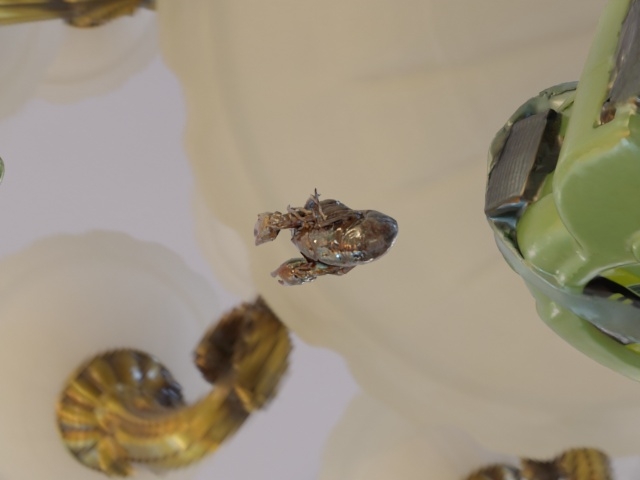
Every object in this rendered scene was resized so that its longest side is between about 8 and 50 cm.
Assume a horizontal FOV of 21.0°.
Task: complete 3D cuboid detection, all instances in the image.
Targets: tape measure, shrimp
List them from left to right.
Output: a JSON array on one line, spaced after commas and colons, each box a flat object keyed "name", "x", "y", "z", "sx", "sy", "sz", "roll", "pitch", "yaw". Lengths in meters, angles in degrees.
[{"name": "shrimp", "x": -0.003, "y": -0.002, "z": 0.726, "sx": 0.038, "sy": 0.092, "sz": 0.029, "roll": 50, "pitch": -125, "yaw": -13}, {"name": "tape measure", "x": 0.155, "y": -0.007, "z": 0.630, "sx": 0.200, "sy": 0.175, "sz": 0.106, "roll": 25, "pitch": -114, "yaw": -19}]

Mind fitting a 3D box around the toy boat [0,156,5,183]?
[{"name": "toy boat", "x": -0.216, "y": 0.082, "z": 0.727, "sx": 0.108, "sy": 0.099, "sz": 0.293, "roll": 23, "pitch": -50, "yaw": -35}]
